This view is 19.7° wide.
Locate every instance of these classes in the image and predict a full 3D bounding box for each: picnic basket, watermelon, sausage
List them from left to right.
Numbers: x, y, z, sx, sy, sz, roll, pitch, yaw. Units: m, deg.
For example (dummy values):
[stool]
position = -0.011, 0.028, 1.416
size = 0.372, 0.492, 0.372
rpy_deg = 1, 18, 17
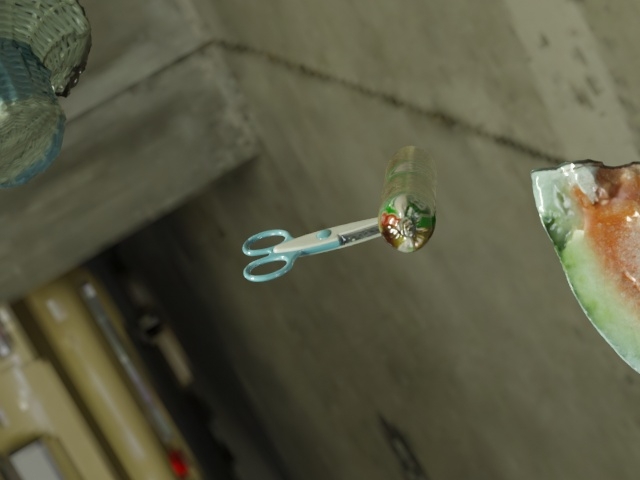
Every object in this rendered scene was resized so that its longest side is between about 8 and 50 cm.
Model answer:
[picnic basket]
position = -0.108, -0.048, 0.544
size = 0.083, 0.083, 0.065
rpy_deg = 46, 155, 32
[sausage]
position = 0.051, -0.026, 1.064
size = 0.033, 0.033, 0.269
rpy_deg = 61, -172, -6
[watermelon]
position = 0.317, 0.015, 1.309
size = 0.289, 0.320, 0.213
rpy_deg = -92, 21, -53

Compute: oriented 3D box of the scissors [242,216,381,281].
[scissors]
position = 0.000, 0.000, 1.352
size = 0.058, 0.119, 0.014
rpy_deg = -98, -9, -54
